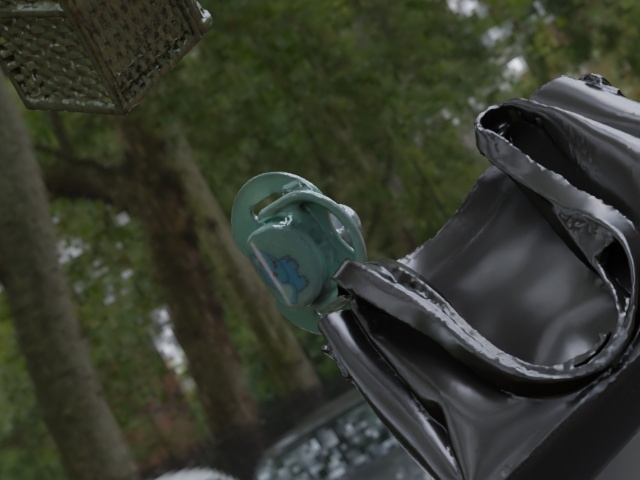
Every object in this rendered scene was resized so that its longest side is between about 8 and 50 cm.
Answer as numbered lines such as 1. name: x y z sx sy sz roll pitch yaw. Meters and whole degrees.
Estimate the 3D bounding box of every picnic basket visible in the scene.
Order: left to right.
1. picnic basket: -0.196 -0.225 1.250 0.134 0.196 0.154 6 43 42

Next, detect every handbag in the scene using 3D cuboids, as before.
1. handbag: 0.142 0.025 1.024 0.285 0.257 0.113 -49 -50 1

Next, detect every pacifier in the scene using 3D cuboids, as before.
1. pacifier: 0.000 0.000 1.301 0.127 0.150 0.116 -39 -3 42
